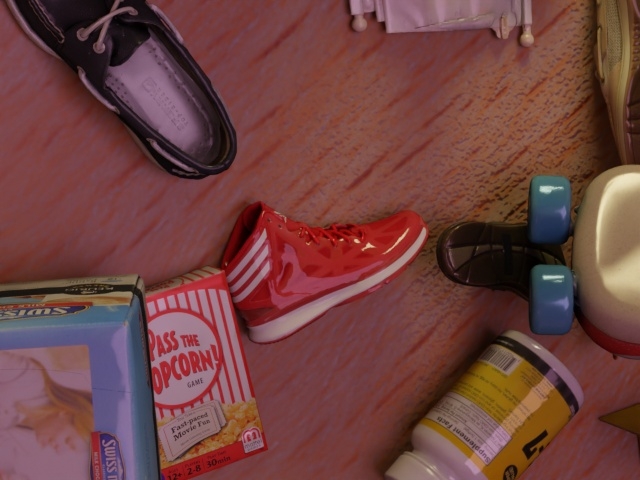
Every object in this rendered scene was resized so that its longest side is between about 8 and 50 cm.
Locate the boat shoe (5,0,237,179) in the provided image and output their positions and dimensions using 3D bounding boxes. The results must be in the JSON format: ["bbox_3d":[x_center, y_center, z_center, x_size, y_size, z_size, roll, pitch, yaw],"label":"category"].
[{"bbox_3d":[-0.184,-0.183,1.668,0.302,0.091,0.114,46,77,-23],"label":"boat shoe"}]

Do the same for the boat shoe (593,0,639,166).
[{"bbox_3d":[0.348,-0.197,1.908,0.109,0.098,0.302,-7,95,-19],"label":"boat shoe"}]

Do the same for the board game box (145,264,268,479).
[{"bbox_3d":[-0.146,0.139,1.750,0.146,0.045,0.194,-19,104,-22],"label":"board game box"}]

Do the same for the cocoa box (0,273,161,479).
[{"bbox_3d":[-0.261,0.223,1.570,0.231,0.228,0.347,-4,98,-2],"label":"cocoa box"}]

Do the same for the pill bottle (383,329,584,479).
[{"bbox_3d":[0.171,0.206,1.865,0.208,0.119,0.119,-46,112,-13],"label":"pill bottle"}]

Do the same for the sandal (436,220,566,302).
[{"bbox_3d":[0.190,0.026,1.878,0.219,0.060,0.090,6,80,-44],"label":"sandal"}]

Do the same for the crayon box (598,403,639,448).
[{"bbox_3d":[0.499,0.210,1.975,0.318,0.202,0.081,-13,102,-22],"label":"crayon box"}]

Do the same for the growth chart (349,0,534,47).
[{"bbox_3d":[0.125,-0.292,1.839,0.237,0.021,0.172,0,96,-25],"label":"growth chart"}]

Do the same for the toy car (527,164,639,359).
[{"bbox_3d":[0.326,0.061,1.868,0.219,0.238,0.210,1,58,3],"label":"toy car"}]

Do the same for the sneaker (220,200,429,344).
[{"bbox_3d":[0.000,0.000,1.780,0.221,0.087,0.128,-34,110,-19],"label":"sneaker"}]
